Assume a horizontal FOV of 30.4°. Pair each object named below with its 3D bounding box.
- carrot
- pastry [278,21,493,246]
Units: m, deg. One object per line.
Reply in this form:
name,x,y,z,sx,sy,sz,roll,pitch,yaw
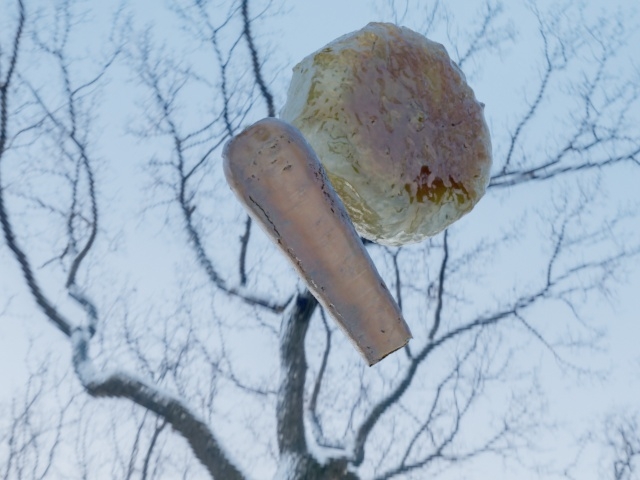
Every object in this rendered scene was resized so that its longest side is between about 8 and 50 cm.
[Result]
carrot,0.000,0.000,0.701,0.055,0.055,0.161,-33,-83,14
pastry,0.061,-0.093,1.022,0.192,0.182,0.093,55,-35,-9
